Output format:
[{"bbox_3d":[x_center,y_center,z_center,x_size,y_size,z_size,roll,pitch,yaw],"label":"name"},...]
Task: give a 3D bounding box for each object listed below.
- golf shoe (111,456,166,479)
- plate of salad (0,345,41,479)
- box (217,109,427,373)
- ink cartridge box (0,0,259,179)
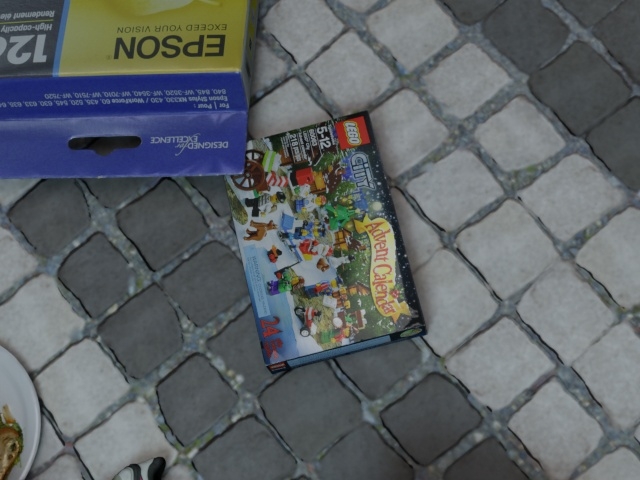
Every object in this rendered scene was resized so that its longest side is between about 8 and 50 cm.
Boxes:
[{"bbox_3d":[-0.136,0.287,1.235,0.086,0.067,0.186,-35,71,-5],"label":"golf shoe"},{"bbox_3d":[-0.375,0.186,1.310,0.200,0.048,0.199,-2,73,8],"label":"plate of salad"},{"bbox_3d":[0.000,0.000,1.318,0.159,0.044,0.233,-15,71,3],"label":"box"},{"bbox_3d":[-0.218,-0.213,1.381,0.304,0.072,0.307,-1,61,8],"label":"ink cartridge box"}]
